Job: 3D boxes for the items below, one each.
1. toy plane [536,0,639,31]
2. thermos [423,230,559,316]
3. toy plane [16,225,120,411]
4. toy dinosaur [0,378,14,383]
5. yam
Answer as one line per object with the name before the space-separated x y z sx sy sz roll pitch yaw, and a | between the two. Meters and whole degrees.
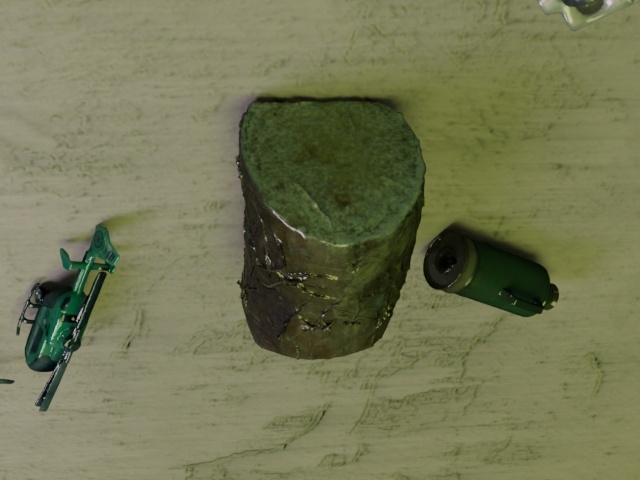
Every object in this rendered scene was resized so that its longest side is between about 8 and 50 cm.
toy plane | 0.227 -0.309 1.342 0.267 0.122 0.267 -1 125 -1
thermos | 0.219 0.046 1.831 0.188 0.073 0.083 18 167 -37
toy plane | -0.286 0.078 1.705 0.060 0.096 0.235 10 119 -32
toy dinosaur | -0.468 0.182 1.819 0.197 0.045 0.080 -12 156 9
yam | 0.004 0.004 1.627 0.202 0.201 0.271 -4 148 -11
